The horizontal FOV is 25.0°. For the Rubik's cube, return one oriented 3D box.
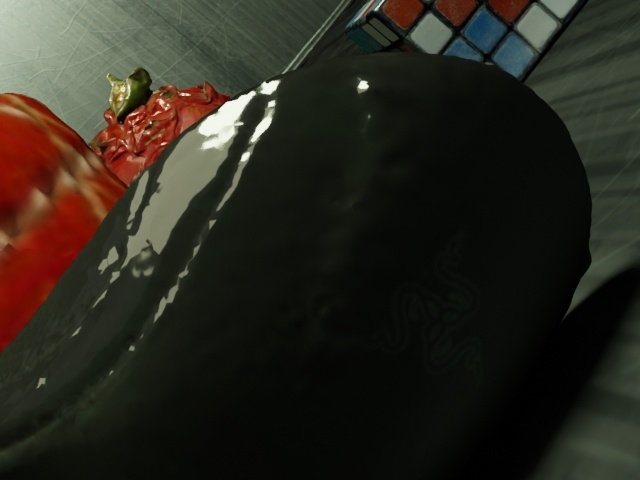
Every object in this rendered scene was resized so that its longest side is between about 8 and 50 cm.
[{"bbox_3d":[0.083,-0.133,0.851,0.092,0.092,0.092,-51,9,-5],"label":"Rubik's cube"}]

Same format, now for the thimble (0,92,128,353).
[{"bbox_3d":[-0.184,0.123,0.699,0.350,0.230,0.350,-48,7,7],"label":"thimble"}]

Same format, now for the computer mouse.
[{"bbox_3d":[-0.024,0.060,0.443,0.264,0.147,0.088,-46,27,19],"label":"computer mouse"}]

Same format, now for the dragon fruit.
[{"bbox_3d":[-0.114,-0.058,1.301,0.172,0.209,0.172,-23,48,28],"label":"dragon fruit"}]
